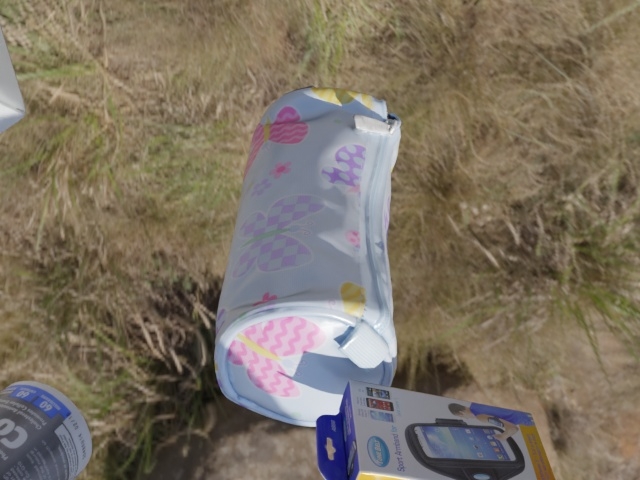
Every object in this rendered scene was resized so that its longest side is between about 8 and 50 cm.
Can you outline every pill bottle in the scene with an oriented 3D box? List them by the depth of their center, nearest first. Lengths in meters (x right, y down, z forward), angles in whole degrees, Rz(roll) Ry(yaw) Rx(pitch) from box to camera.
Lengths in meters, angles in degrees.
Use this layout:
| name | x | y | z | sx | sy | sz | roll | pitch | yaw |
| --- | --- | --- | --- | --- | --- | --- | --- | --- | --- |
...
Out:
| name | x | y | z | sx | sy | sz | roll | pitch | yaw |
| --- | --- | --- | --- | --- | --- | --- | --- | --- | --- |
| pill bottle | -0.213 | 0.154 | 0.596 | 0.078 | 0.137 | 0.078 | 10 | 116 | 20 |

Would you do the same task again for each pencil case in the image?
| name | x | y | z | sx | sy | sz | roll | pitch | yaw |
| --- | --- | --- | --- | --- | --- | --- | --- | --- | --- |
| pencil case | 0.000 | 0.000 | 0.684 | 0.124 | 0.273 | 0.114 | -14 | 127 | 18 |

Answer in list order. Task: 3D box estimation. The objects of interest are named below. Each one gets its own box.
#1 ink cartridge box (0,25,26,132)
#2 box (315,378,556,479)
| name | x | y | z | sx | sy | sz | roll | pitch | yaw |
| --- | --- | --- | --- | --- | --- | --- | --- | --- | --- |
| ink cartridge box | -0.445 | -0.128 | 0.715 | 0.384 | 0.279 | 0.160 | -30 | 156 | 14 |
| box | 0.066 | 0.123 | 0.552 | 0.136 | 0.081 | 0.028 | 13 | 118 | -11 |
